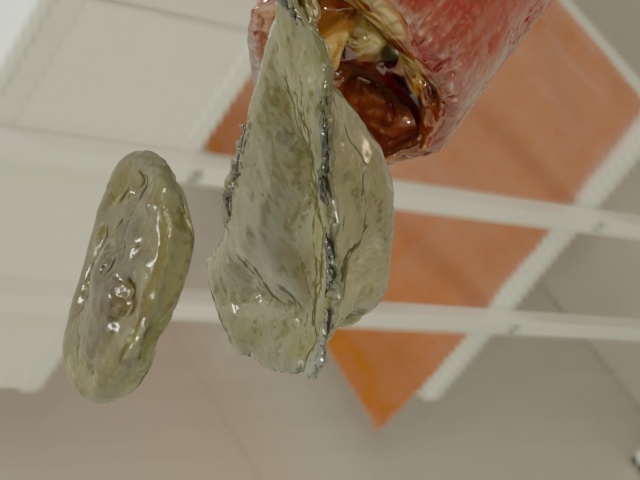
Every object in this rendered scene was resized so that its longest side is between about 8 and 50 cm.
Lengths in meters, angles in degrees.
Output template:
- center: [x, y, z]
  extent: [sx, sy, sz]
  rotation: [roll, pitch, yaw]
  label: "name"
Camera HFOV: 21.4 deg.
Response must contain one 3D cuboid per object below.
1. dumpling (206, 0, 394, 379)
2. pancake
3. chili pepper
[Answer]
- center: [0.002, -0.004, 1.037]
  extent: [0.166, 0.086, 0.332]
  rotation: [62, 158, 25]
  label: "dumpling"
- center: [-0.182, 0.025, 1.511]
  extent: [0.242, 0.050, 0.242]
  rotation: [-39, 44, 50]
  label: "pancake"
- center: [0.090, -0.221, 1.355]
  extent: [0.229, 0.251, 0.305]
  rotation: [22, 65, 12]
  label: "chili pepper"
